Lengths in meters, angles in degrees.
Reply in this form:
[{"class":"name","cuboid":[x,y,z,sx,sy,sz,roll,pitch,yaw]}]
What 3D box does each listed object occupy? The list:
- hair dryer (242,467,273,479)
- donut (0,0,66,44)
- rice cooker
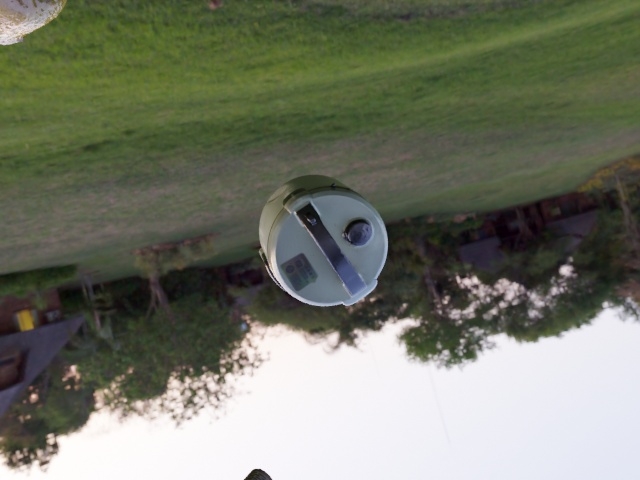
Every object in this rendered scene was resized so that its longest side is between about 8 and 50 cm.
[{"class":"hair dryer","cuboid":[-0.202,0.441,1.006,0.220,0.054,0.195,-19,-167,38]},{"class":"donut","cuboid":[-0.180,-0.147,0.359,0.038,0.067,0.083,2,142,23]},{"class":"rice cooker","cuboid":[0.000,0.000,1.181,0.226,0.226,0.244,-16,-163,-11]}]
